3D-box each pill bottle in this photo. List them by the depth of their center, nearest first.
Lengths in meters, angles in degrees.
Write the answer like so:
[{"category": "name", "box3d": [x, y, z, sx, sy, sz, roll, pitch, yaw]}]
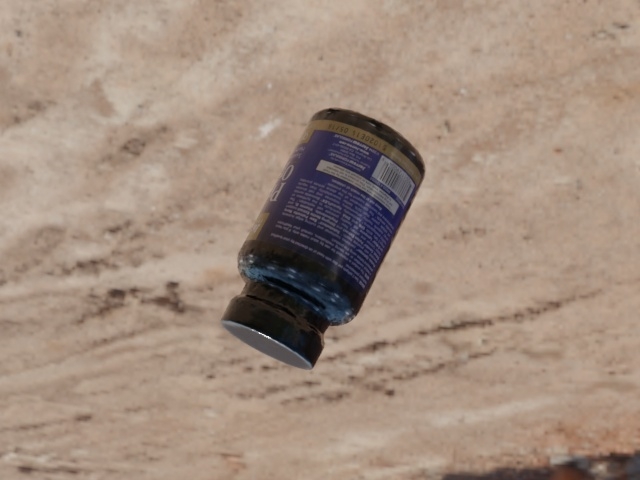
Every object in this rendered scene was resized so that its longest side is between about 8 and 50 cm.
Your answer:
[{"category": "pill bottle", "box3d": [0.000, 0.000, 0.980, 0.123, 0.219, 0.123, 25, 164, 8]}]
